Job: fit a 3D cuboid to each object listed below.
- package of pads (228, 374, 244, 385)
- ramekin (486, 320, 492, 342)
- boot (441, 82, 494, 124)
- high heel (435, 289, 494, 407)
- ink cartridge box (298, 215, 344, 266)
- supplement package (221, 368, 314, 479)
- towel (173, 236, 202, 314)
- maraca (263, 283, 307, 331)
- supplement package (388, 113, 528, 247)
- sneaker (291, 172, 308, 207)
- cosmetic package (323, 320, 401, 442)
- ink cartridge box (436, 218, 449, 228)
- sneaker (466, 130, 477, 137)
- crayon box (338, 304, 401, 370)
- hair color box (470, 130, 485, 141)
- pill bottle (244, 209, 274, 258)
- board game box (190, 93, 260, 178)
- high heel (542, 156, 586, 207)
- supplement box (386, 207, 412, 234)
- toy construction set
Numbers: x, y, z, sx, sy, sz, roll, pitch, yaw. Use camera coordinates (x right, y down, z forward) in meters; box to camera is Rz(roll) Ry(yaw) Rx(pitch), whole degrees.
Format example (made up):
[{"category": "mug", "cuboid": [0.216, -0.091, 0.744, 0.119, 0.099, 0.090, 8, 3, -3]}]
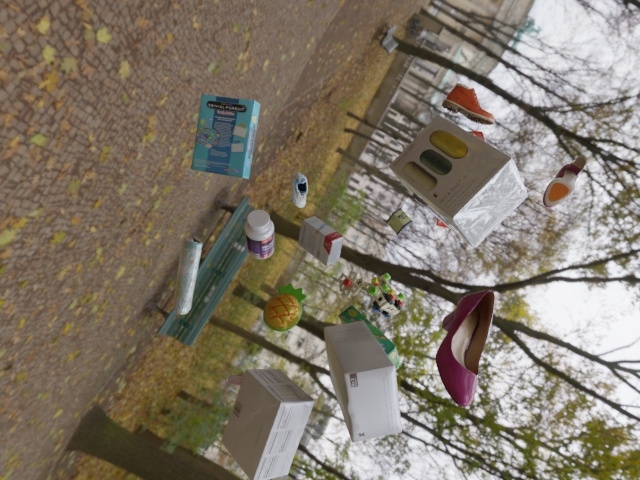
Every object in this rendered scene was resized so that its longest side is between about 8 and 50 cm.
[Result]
[{"category": "package of pads", "cuboid": [-0.282, 0.496, 1.543, 0.083, 0.050, 0.032, -4, -115, 37]}, {"category": "ramekin", "cuboid": [0.775, 0.406, 2.130, 0.207, 0.108, 0.207, 10, 90, -68]}, {"category": "boot", "cuboid": [0.441, -0.394, 1.261, 0.085, 0.157, 0.059, -59, 169, 4]}, {"category": "high heel", "cuboid": [0.431, 0.288, 1.247, 0.181, 0.127, 0.377, -48, -166, 32]}, {"category": "ink cartridge box", "cuboid": [0.000, 0.000, 1.764, 0.072, 0.175, 0.128, -22, 136, -39]}, {"category": "supplement package", "cuboid": [-0.170, 0.572, 1.384, 0.204, 0.145, 0.262, 25, -84, 46]}, {"category": "towel", "cuboid": [-0.618, 0.147, 2.032, 0.374, 0.090, 0.321, -166, -97, -72]}, {"category": "maraca", "cuboid": [-0.120, 0.226, 1.484, 0.099, 0.127, 0.186, 103, 12, -53]}, {"category": "supplement package", "cuboid": [0.365, -0.159, 1.173, 0.199, 0.263, 0.198, -46, 139, 8]}, {"category": "sneaker", "cuboid": [-0.106, -0.252, 2.319, 0.085, 0.086, 0.237, -23, 144, -17]}, {"category": "cosmetic package", "cuboid": [0.120, 0.423, 1.384, 0.385, 0.156, 0.218, -133, -145, -76]}, {"category": "ink cartridge box", "cuboid": [0.678, -0.174, 2.022, 0.060, 0.238, 0.275, 175, -73, -75]}, {"category": "sneaker", "cuboid": [0.497, -0.261, 1.341, 0.083, 0.087, 0.221, -52, -153, 34]}, {"category": "crayon box", "cuboid": [0.204, 0.413, 1.809, 0.081, 0.278, 0.165, -37, 136, -14]}, {"category": "hair color box", "cuboid": [0.609, -0.332, 1.708, 0.093, 0.053, 0.167, 100, -10, -65]}, {"category": "pill bottle", "cuboid": [-0.224, -0.024, 1.616, 0.194, 0.108, 0.108, 96, 19, -55]}, {"category": "board game box", "cuboid": [-0.422, -0.461, 1.947, 0.079, 0.253, 0.336, -8, 109, -78]}, {"category": "high heel", "cuboid": [0.829, -0.186, 1.526, 0.244, 0.082, 0.117, -52, 168, -19]}, {"category": "supplement box", "cuboid": [0.357, -0.086, 1.986, 0.056, 0.083, 0.083, -31, 164, -30]}, {"category": "toy construction set", "cuboid": [0.223, 0.203, 1.752, 0.151, 0.215, 0.327, -46, 144, 23]}]
